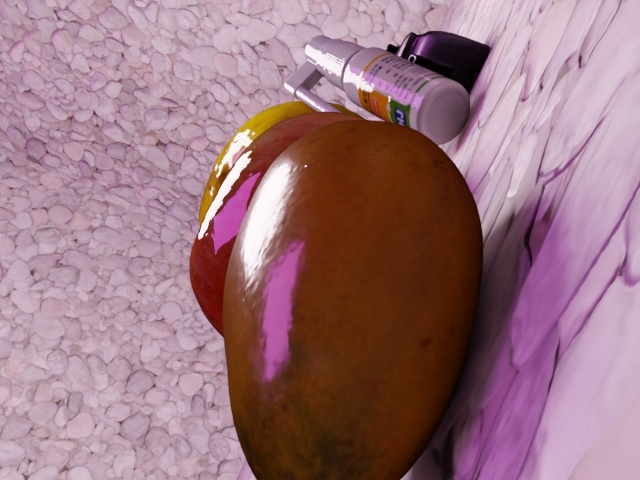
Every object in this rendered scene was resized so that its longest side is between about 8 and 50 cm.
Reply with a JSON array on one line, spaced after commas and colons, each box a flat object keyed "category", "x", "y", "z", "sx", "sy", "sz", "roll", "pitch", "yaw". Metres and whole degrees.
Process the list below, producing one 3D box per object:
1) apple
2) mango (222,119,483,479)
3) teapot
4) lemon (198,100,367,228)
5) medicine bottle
[{"category": "apple", "x": 0.000, "y": 0.000, "z": 0.676, "sx": 0.209, "sy": 0.164, "sz": 0.209, "roll": -59, "pitch": -12, "yaw": -20}, {"category": "mango", "x": 0.015, "y": 0.024, "z": 0.407, "sx": 0.221, "sy": 0.120, "sz": 0.152, "roll": -84, "pitch": 13, "yaw": -66}, {"category": "teapot", "x": 0.115, "y": -0.186, "z": 0.907, "sx": 0.177, "sy": 0.096, "sz": 0.087, "roll": -65, "pitch": -1, "yaw": -76}, {"category": "lemon", "x": -0.024, "y": -0.030, "z": 0.961, "sx": 0.288, "sy": 0.233, "sz": 0.233, "roll": -57, "pitch": 6, "yaw": 42}, {"category": "medicine bottle", "x": 0.045, "y": -0.145, "z": 0.830, "sx": 0.092, "sy": 0.061, "sz": 0.220, "roll": -49, "pitch": 41, "yaw": -1}]
